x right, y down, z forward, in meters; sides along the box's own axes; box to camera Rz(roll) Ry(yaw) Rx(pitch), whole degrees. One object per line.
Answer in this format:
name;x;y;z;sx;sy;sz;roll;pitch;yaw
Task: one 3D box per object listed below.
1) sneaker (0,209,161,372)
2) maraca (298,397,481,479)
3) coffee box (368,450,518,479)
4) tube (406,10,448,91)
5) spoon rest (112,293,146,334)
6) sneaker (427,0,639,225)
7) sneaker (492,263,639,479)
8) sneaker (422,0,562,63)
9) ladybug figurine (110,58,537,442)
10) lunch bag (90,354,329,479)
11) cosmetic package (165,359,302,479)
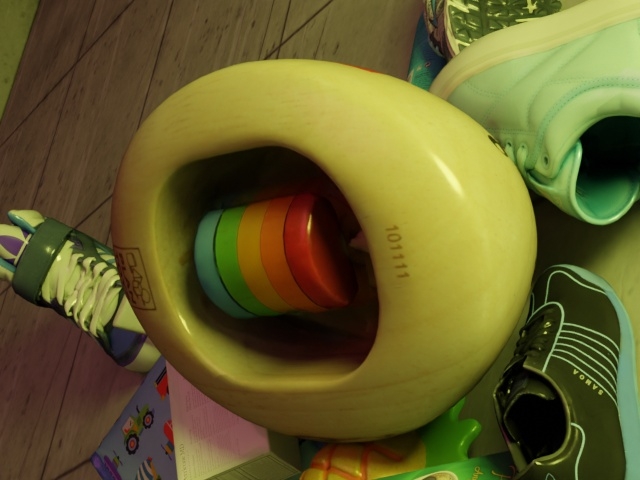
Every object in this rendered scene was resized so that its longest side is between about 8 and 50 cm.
sneaker;-0.325;0.055;2.036;0.130;0.236;0.323;-64;22;4
maraca;0.051;0.192;1.257;0.185;0.099;0.127;-42;34;10
coffee box;0.072;0.208;1.118;0.184;0.040;0.113;-17;23;26
tube;0.113;-0.186;1.563;0.080;0.052;0.207;-39;29;39
spoon rest;-0.138;0.121;1.793;0.276;0.084;0.137;27;94;54
sneaker;0.178;-0.078;1.192;0.366;0.135;0.150;-28;40;57
sneaker;0.165;0.093;1.103;0.081;0.090;0.232;-51;27;32
sneaker;0.149;-0.202;1.458;0.283;0.110;0.122;-88;13;-48
ladybug figurine;0.000;0.000;1.249;0.449;0.162;0.305;-2;106;49
lunch bag;-0.075;0.223;1.485;0.221;0.138;0.293;-55;33;14
cosmetic package;-0.085;0.113;1.430;0.099;0.060;0.239;-24;53;20
